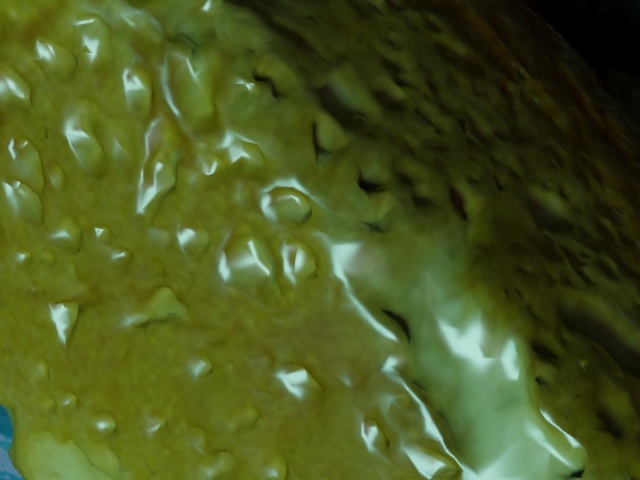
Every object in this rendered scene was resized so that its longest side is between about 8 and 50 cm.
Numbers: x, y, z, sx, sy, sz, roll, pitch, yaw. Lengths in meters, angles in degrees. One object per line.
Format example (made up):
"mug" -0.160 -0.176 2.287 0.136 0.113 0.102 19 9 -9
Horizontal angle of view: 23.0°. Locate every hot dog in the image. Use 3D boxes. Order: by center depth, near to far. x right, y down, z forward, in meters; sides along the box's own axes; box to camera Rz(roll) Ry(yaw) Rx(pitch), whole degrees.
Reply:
"hot dog" 0.001 -0.001 0.517 0.405 0.223 0.185 50 122 4

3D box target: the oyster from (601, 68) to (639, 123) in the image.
"oyster" 0.199 -0.034 0.590 0.223 0.214 0.083 13 87 0

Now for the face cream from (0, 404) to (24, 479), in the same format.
"face cream" -0.023 0.139 0.728 0.337 0.080 0.163 26 164 -20
